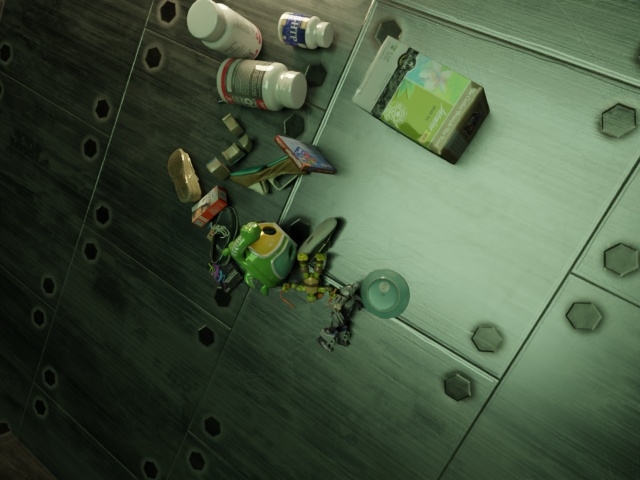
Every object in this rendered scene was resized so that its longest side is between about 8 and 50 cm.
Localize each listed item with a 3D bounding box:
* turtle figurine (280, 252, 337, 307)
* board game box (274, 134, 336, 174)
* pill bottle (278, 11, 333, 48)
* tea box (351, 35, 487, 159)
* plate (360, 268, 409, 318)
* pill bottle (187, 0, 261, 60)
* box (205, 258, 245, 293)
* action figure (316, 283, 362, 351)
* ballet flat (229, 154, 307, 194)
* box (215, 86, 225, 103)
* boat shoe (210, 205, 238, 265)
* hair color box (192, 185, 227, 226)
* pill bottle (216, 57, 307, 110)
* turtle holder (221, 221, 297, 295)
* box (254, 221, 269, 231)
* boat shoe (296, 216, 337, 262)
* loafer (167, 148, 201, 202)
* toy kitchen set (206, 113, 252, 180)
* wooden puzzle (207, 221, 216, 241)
[{"bbox_3d":[-0.021,0.157,1.748,0.269,0.087,0.218,7,114,11],"label":"turtle figurine"},{"bbox_3d":[-0.047,-0.300,1.621,0.027,0.281,0.145,-46,76,20],"label":"board game box"},{"bbox_3d":[-0.052,-0.773,1.681,0.186,0.112,0.112,19,101,21],"label":"pill bottle"},{"bbox_3d":[0.326,-0.420,1.421,0.323,0.329,0.220,36,107,18],"label":"tea box"},{"bbox_3d":[0.234,0.198,1.676,0.188,0.024,0.188,2,95,25],"label":"plate"},{"bbox_3d":[-0.359,-0.790,1.721,0.160,0.283,0.161,2,94,23],"label":"pill bottle"},{"bbox_3d":[-0.410,0.134,1.953,0.116,0.029,0.162,-45,77,20],"label":"box"},{"bbox_3d":[0.083,0.275,1.672,0.099,0.185,0.285,32,123,28],"label":"action figure"},{"bbox_3d":[-0.201,-0.254,1.802,0.342,0.116,0.124,-15,107,20],"label":"ballet flat"},{"bbox_3d":[-0.396,-0.613,1.895,0.083,0.018,0.067,-6,92,24],"label":"box"},{"bbox_3d":[-0.413,-0.022,1.899,0.095,0.079,0.255,11,88,20],"label":"boat shoe"},{"bbox_3d":[-0.472,-0.145,1.924,0.167,0.053,0.093,-38,44,22],"label":"hair color box"},{"bbox_3d":[-0.219,-0.591,1.733,0.318,0.176,0.176,16,100,22],"label":"pill bottle"},{"bbox_3d":[-0.231,0.033,1.724,0.227,0.320,0.243,-44,36,-2],"label":"turtle holder"},{"bbox_3d":[-0.292,-0.005,1.877,0.169,0.054,0.059,-43,77,20],"label":"box"},{"bbox_3d":[0.000,0.000,1.743,0.070,0.078,0.219,32,118,-24],"label":"boat shoe"},{"bbox_3d":[-0.587,-0.273,1.970,0.101,0.092,0.269,-27,67,22],"label":"loafer"},{"bbox_3d":[-0.394,-0.386,1.879,0.207,0.122,0.166,-37,78,1],"label":"toy kitchen set"},{"bbox_3d":[-0.454,-0.022,1.969,0.116,0.014,0.079,37,107,18],"label":"wooden puzzle"}]
